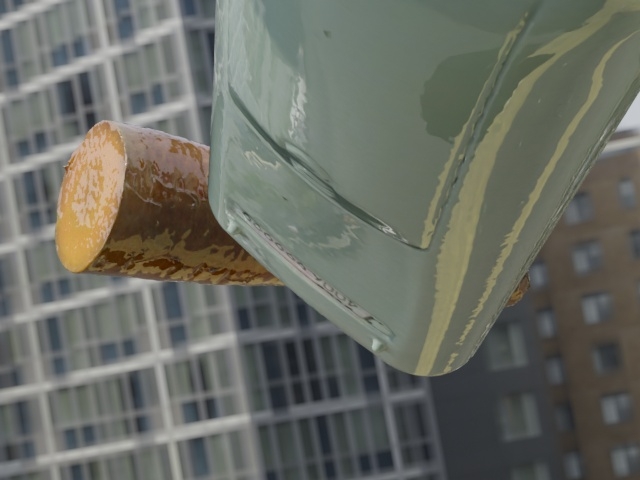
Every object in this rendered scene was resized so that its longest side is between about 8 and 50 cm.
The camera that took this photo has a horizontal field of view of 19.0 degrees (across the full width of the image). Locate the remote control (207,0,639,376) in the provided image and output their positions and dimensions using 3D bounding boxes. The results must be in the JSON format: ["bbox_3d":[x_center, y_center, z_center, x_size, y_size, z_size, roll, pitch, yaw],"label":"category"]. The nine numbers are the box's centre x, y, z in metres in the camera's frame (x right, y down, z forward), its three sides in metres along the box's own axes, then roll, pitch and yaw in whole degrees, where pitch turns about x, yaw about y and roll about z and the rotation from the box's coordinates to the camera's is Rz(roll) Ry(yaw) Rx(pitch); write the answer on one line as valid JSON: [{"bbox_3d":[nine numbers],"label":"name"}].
[{"bbox_3d":[0.011,-0.029,0.468,0.051,0.103,0.293,-48,-9,-14],"label":"remote control"}]

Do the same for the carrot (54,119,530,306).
[{"bbox_3d":[0.000,0.000,0.783,0.210,0.061,0.061,11,-16,-28],"label":"carrot"}]
